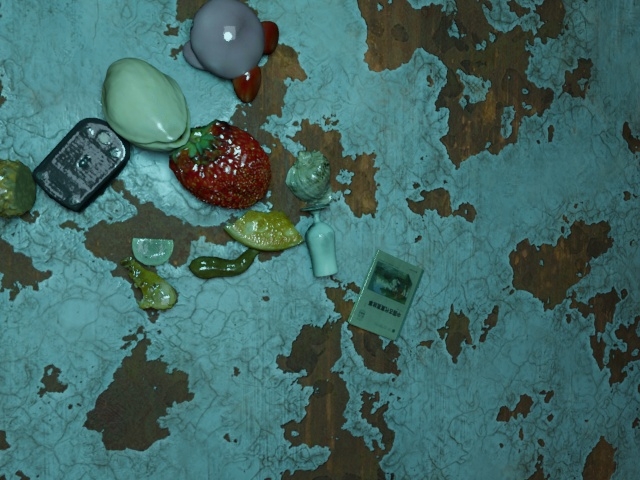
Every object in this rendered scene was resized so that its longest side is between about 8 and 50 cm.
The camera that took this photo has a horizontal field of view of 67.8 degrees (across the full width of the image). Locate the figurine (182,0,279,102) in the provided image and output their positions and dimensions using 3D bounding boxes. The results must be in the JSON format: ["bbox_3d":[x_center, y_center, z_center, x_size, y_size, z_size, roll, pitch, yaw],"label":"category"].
[{"bbox_3d":[-0.258,-0.595,1.414,0.261,0.211,0.270,24,85,-17],"label":"figurine"}]

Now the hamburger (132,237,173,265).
[{"bbox_3d":[-0.510,0.036,1.449,0.121,0.054,0.084,1,90,-25],"label":"hamburger"}]

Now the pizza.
[{"bbox_3d":[-0.178,-0.031,1.541,0.271,0.056,0.134,-1,83,-23],"label":"pizza"}]

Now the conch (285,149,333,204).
[{"bbox_3d":[-0.031,-0.203,1.579,0.155,0.130,0.207,-18,125,17],"label":"conch"}]

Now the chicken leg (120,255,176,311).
[{"bbox_3d":[-0.528,0.135,1.437,0.101,0.085,0.207,-44,96,1],"label":"chicken leg"}]

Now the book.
[{"bbox_3d":[0.238,0.197,1.707,0.215,0.025,0.283,23,84,-18],"label":"book"}]

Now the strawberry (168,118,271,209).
[{"bbox_3d":[-0.288,-0.207,1.419,0.238,0.250,0.288,-49,130,-16],"label":"strawberry"}]

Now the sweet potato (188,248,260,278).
[{"bbox_3d":[-0.299,0.077,1.514,0.233,0.062,0.081,-10,92,-20],"label":"sweet potato"}]

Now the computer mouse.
[{"bbox_3d":[-0.670,-0.219,1.360,0.170,0.100,0.269,44,84,-11],"label":"computer mouse"}]

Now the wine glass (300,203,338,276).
[{"bbox_3d":[0.000,0.000,1.583,0.103,0.103,0.231,-13,100,-17],"label":"wine glass"}]

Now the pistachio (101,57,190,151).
[{"bbox_3d":[-0.483,-0.370,1.329,0.226,0.208,0.332,-22,60,-24],"label":"pistachio"}]

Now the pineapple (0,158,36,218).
[{"bbox_3d":[-0.959,-0.142,1.258,0.340,0.169,0.169,0,93,-10],"label":"pineapple"}]
